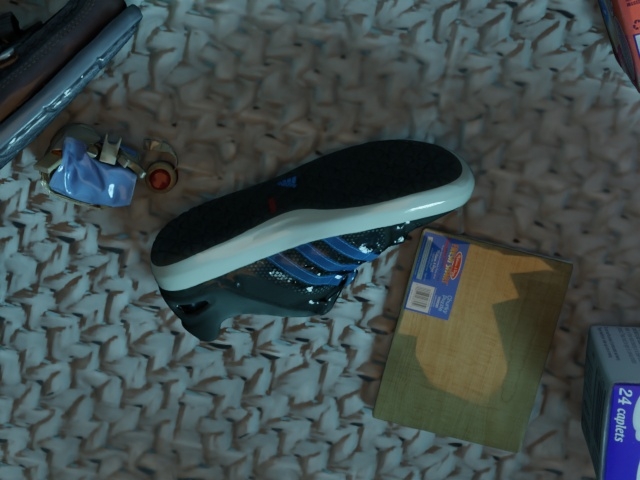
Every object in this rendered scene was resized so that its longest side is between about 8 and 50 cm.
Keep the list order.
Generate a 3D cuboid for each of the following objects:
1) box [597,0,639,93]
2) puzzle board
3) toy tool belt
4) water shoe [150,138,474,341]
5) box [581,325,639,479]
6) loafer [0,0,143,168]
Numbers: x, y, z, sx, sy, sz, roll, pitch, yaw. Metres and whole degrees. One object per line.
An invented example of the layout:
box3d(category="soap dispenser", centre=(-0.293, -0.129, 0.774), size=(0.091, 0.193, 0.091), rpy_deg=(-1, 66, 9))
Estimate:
box3d(category="box", centre=(0.293, -0.199, 1.102), size=(0.300, 0.142, 0.154), rpy_deg=(-17, 103, 6))
box3d(category="puzzle board", centre=(0.094, 0.062, 1.245), size=(0.096, 0.011, 0.128), rpy_deg=(14, 104, -1))
box3d(category="toy tool belt", centre=(-0.129, -0.040, 1.204), size=(0.083, 0.051, 0.052), rpy_deg=(13, 105, -2))
box3d(category="water shoe", centre=(0.000, 0.000, 1.212), size=(0.203, 0.073, 0.080), rpy_deg=(-15, 125, 10))
box3d(category="box", centre=(0.230, 0.103, 1.191), size=(0.137, 0.126, 0.072), rpy_deg=(3, 103, 1))
box3d(category="loafer", centre=(-0.239, -0.059, 1.178), size=(0.302, 0.109, 0.095), rpy_deg=(-41, 96, 14))
